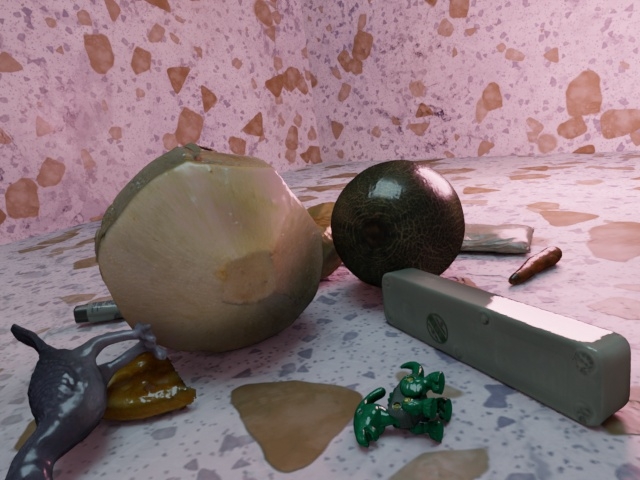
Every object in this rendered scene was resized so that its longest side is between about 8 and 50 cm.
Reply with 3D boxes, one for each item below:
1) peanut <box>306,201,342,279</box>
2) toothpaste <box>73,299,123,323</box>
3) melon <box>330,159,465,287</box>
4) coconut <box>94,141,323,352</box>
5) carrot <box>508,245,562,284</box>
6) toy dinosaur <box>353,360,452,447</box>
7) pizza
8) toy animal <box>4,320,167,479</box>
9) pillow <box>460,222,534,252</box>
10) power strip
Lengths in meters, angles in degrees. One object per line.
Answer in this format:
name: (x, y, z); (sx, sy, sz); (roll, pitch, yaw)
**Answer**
peanut: (0.000, 0.000, 1.096); (0.149, 0.149, 0.313); (-2, 22, 19)
toothpaste: (-0.357, 0.130, 0.978); (0.238, 0.039, 0.062); (-8, 19, -6)
melon: (0.149, -0.030, 0.928); (0.237, 0.238, 0.301); (-1, 8, 25)
coconut: (-0.165, 0.017, 0.775); (0.352, 0.353, 0.353); (-7, 15, 2)
carrot: (0.396, 0.046, 0.918); (0.165, 0.036, 0.035); (-20, 19, -32)
toy dinosaur: (0.091, 0.177, 0.551); (0.096, 0.059, 0.132); (-6, 22, 28)
pizza: (-0.246, 0.195, 0.671); (0.178, 0.041, 0.131); (-10, 21, 0)
toy animal: (-0.294, 0.163, 0.610); (0.205, 0.081, 0.367); (-28, 32, -13)
pillow: (0.357, -0.009, 1.115); (0.229, 0.050, 0.148); (0, 24, 29)
power strip: (0.203, 0.112, 0.658); (0.062, 0.091, 0.385); (-14, 16, -26)
